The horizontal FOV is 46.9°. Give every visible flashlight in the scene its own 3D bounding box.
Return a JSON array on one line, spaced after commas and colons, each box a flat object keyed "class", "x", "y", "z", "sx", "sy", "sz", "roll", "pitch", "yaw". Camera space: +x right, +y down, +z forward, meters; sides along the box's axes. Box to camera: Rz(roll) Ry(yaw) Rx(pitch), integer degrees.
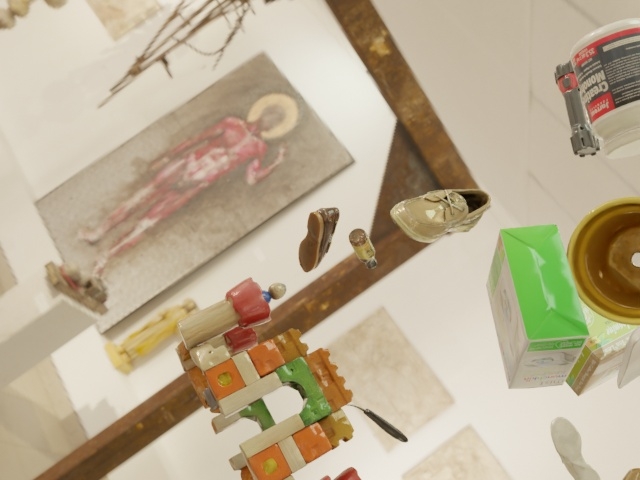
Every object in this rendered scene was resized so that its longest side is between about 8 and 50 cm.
[{"class": "flashlight", "x": 0.805, "y": -0.409, "z": 2.297, "sx": 0.103, "sy": 0.103, "sz": 0.304, "roll": 75, "pitch": 8, "yaw": -73}]

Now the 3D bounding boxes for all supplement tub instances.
[{"class": "supplement tub", "x": 0.692, "y": -0.340, "z": 1.666, "sx": 0.191, "sy": 0.191, "sz": 0.272, "roll": 61, "pitch": 16, "yaw": -78}]

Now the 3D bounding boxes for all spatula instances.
[{"class": "spatula", "x": 0.077, "y": 0.368, "z": 1.603, "sx": 0.296, "sy": 0.030, "sz": 0.084, "roll": 32, "pitch": -19, "yaw": -17}]

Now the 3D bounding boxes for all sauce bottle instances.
[{"class": "sauce bottle", "x": 0.094, "y": 0.020, "z": 1.568, "sx": 0.042, "sy": 0.042, "sz": 0.128, "roll": 54, "pitch": -1, "yaw": 33}]

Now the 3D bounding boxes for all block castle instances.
[{"class": "block castle", "x": -0.077, "y": 0.309, "z": 1.334, "sx": 0.453, "sy": 0.213, "sz": 0.303, "roll": 60, "pitch": -19, "yaw": 14}]

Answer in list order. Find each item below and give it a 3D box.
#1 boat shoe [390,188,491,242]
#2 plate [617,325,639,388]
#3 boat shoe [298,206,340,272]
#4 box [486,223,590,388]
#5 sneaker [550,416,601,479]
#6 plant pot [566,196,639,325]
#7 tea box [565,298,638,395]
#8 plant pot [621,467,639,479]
[{"class": "boat shoe", "x": 0.266, "y": -0.069, "z": 1.597, "sx": 0.302, "sy": 0.098, "sz": 0.109, "roll": -6, "pitch": 55, "yaw": -47}, {"class": "plate", "x": 0.853, "y": 0.230, "z": 1.840, "sx": 0.045, "sy": 0.278, "sz": 0.277, "roll": 51, "pitch": -13, "yaw": 34}, {"class": "boat shoe", "x": 0.000, "y": 0.000, "z": 1.814, "sx": 0.073, "sy": 0.073, "sz": 0.207, "roll": 53, "pitch": -35, "yaw": 26}, {"class": "box", "x": 0.440, "y": 0.139, "z": 1.523, "sx": 0.231, "sy": 0.127, "sz": 0.262, "roll": 86, "pitch": 0, "yaw": -56}, {"class": "sneaker", "x": 0.680, "y": 0.584, "z": 2.022, "sx": 0.094, "sy": 0.080, "sz": 0.212, "roll": 119, "pitch": -53, "yaw": -80}, {"class": "plant pot", "x": 0.661, "y": 0.042, "z": 1.539, "sx": 0.254, "sy": 0.254, "sz": 0.239, "roll": 54, "pitch": 21, "yaw": 17}, {"class": "tea box", "x": 0.861, "y": 0.254, "z": 2.329, "sx": 0.323, "sy": 0.329, "sz": 0.220, "roll": 54, "pitch": -24, "yaw": 33}, {"class": "plant pot", "x": 0.728, "y": 0.657, "z": 1.666, "sx": 0.237, "sy": 0.254, "sz": 0.237, "roll": 19, "pitch": -31, "yaw": 12}]
